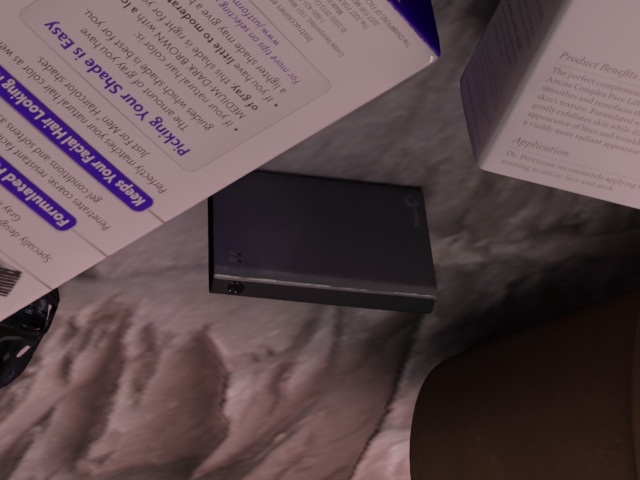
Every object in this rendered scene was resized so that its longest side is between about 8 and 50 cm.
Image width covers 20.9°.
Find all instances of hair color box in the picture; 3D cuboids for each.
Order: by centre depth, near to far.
[{"bbox_3d":[-0.127,-0.100,0.937,0.339,0.110,0.185,-30,130,20],"label":"hair color box"}]

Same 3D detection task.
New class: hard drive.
[{"bbox_3d":[0.000,0.000,1.050,0.135,0.094,0.022,6,134,-10],"label":"hard drive"}]

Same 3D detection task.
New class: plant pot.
[{"bbox_3d":[0.191,0.139,1.125,0.229,0.263,0.263,-8,137,29],"label":"plant pot"}]

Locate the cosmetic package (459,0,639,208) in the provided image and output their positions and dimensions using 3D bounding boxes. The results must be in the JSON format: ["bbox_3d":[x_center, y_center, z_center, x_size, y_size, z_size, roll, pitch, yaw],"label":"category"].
[{"bbox_3d":[0.169,-0.131,0.883,0.117,0.085,0.231,13,128,-17],"label":"cosmetic package"}]

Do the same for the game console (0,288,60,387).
[{"bbox_3d":[-0.348,0.019,1.079,0.361,0.044,0.213,20,131,-21],"label":"game console"}]
